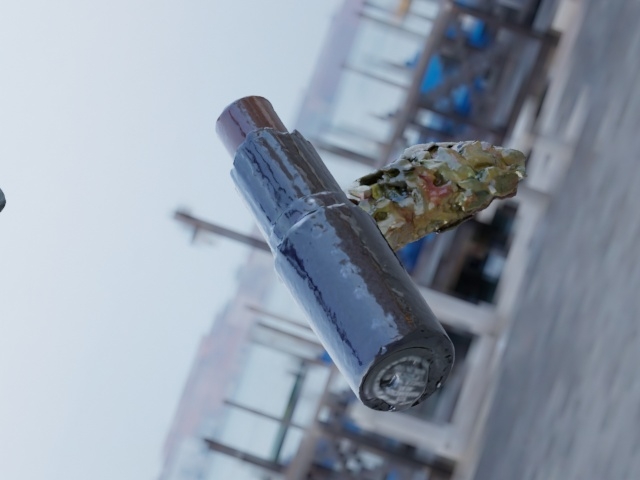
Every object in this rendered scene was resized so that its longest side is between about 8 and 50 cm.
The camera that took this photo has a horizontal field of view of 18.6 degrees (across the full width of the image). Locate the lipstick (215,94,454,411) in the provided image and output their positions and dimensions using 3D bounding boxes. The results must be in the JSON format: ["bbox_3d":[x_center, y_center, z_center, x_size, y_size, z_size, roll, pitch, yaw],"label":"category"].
[{"bbox_3d":[0.000,0.000,1.379,0.299,0.081,0.081,56,137,43],"label":"lipstick"}]

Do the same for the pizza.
[{"bbox_3d":[0.071,-0.043,1.740,0.147,0.226,0.069,23,130,54],"label":"pizza"}]

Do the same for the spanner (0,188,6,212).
[{"bbox_3d":[-0.255,0.017,1.382,0.015,0.054,0.254,-59,17,24],"label":"spanner"}]
